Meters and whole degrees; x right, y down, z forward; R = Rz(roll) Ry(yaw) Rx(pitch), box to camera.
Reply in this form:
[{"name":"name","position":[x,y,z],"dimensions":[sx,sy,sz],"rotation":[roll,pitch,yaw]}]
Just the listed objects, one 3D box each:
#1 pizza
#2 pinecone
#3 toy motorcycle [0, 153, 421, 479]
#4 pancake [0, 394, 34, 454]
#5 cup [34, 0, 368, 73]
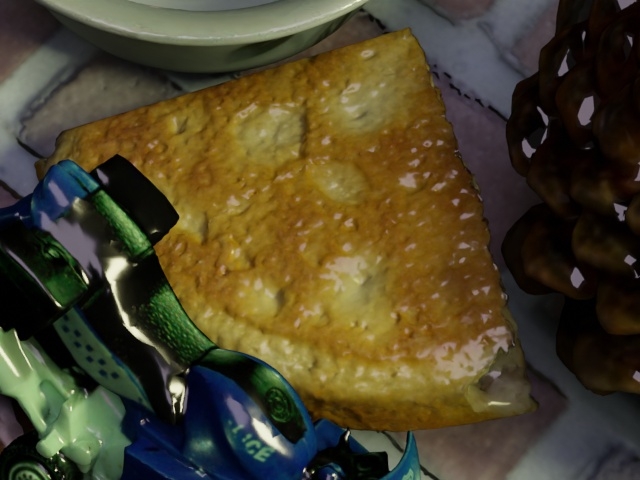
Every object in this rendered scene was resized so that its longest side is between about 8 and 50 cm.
[{"name":"pizza","position":[-0.029,0.018,0.996],"dimensions":[0.268,0.087,0.258],"rotation":[-14,58,2]},{"name":"pinecone","position":[0.315,-0.043,0.925],"dimensions":[0.397,0.398,0.398],"rotation":[1,69,-3]},{"name":"toy motorcycle","position":[-0.069,0.104,0.901],"dimensions":[0.331,0.196,0.125],"rotation":[52,35,-4]},{"name":"pancake","position":[-0.207,0.145,0.958],"dimensions":[0.257,0.056,0.212],"rotation":[32,58,-4]},{"name":"cup","position":[-0.075,-0.246,1.069],"dimensions":[0.347,0.163,0.347],"rotation":[1,69,-2]}]
